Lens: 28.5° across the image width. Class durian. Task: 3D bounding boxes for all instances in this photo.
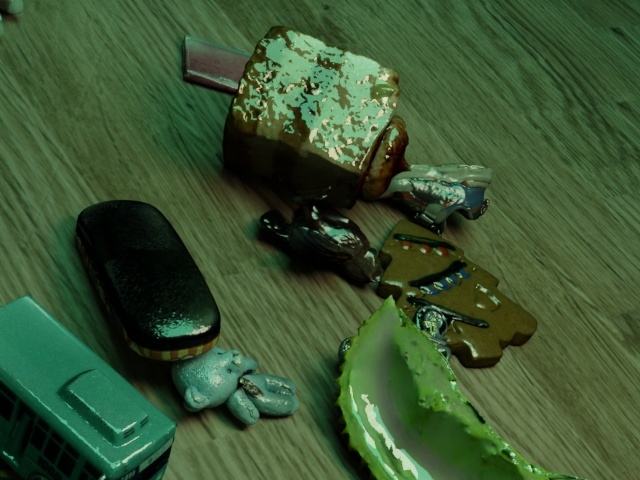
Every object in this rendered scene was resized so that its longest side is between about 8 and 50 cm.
[{"bbox_3d":[0.146,0.250,1.604,0.355,0.169,0.157,45,38,23],"label":"durian"}]

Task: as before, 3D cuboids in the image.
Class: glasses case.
[{"bbox_3d":[-0.229,0.045,1.653,0.122,0.082,0.321,-6,36,-25],"label":"glasses case"}]

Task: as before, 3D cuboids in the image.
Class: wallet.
[{"bbox_3d":[-0.127,-0.288,2.195,0.232,0.025,0.119,14,38,-18],"label":"wallet"}]

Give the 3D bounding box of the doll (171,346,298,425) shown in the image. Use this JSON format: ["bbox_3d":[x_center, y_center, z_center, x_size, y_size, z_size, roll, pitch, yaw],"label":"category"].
[{"bbox_3d":[-0.103,0.176,1.611,0.180,0.075,0.120,10,34,-23],"label":"doll"}]

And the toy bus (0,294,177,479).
[{"bbox_3d":[-0.285,0.192,1.383,0.256,0.147,0.128,38,39,15],"label":"toy bus"}]

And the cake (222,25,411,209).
[{"bbox_3d":[0.009,-0.172,1.935,0.293,0.198,0.196,24,70,1],"label":"cake"}]

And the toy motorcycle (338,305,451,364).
[{"bbox_3d":[0.117,0.168,1.767,0.193,0.061,0.124,-19,73,-33],"label":"toy motorcycle"}]

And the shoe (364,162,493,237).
[{"bbox_3d":[0.175,-0.065,2.080,0.228,0.125,0.099,-4,5,-3],"label":"shoe"}]

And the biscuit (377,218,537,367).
[{"bbox_3d":[0.184,0.072,1.945,0.278,0.043,0.301,-4,47,-35],"label":"biscuit"}]

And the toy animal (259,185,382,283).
[{"bbox_3d":[0.007,0.005,1.896,0.179,0.116,0.218,54,8,-9],"label":"toy animal"}]

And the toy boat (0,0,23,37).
[{"bbox_3d":[-0.593,-0.403,2.011,0.227,0.085,0.155,33,44,-13],"label":"toy boat"}]

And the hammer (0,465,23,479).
[{"bbox_3d":[-0.334,0.255,1.417,0.201,0.021,0.078,-12,52,-42],"label":"hammer"}]
